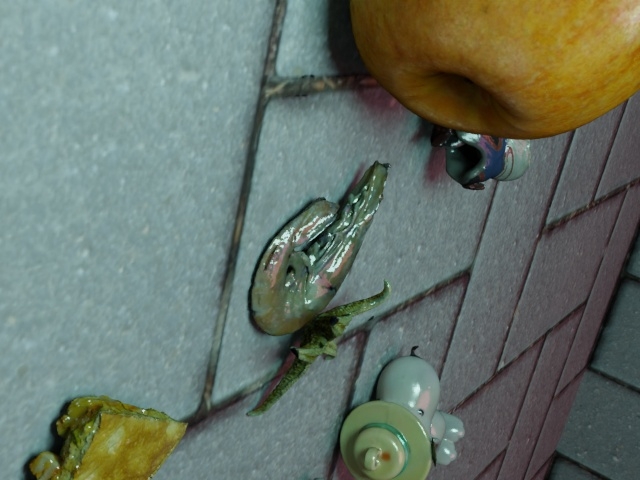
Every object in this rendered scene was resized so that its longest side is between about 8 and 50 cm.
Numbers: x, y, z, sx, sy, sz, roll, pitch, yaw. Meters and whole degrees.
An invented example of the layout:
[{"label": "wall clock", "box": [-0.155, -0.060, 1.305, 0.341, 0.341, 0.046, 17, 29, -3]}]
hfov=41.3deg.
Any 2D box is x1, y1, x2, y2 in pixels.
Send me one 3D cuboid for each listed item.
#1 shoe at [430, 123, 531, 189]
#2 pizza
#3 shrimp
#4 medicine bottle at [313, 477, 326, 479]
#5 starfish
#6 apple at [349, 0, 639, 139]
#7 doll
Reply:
[{"label": "shoe", "box": [0.169, -0.156, 1.009, 0.125, 0.099, 0.227, -27, 117, -15]}, {"label": "pizza", "box": [-0.183, 0.178, 0.705, 0.175, 0.046, 0.134, -29, 136, -49]}, {"label": "shrimp", "box": [0.000, 0.000, 0.889, 0.223, 0.047, 0.126, -57, 143, -9]}, {"label": "medicine bottle", "box": [-0.019, 0.383, 1.113, 0.130, 0.080, 0.080, -49, 148, -29]}, {"label": "starfish", "box": [-0.003, 0.116, 0.944, 0.217, 0.050, 0.223, -50, 165, -8]}, {"label": "apple", "box": [0.176, -0.227, 0.748, 0.275, 0.299, 0.299, -57, 152, 1]}, {"label": "doll", "box": [0.138, 0.295, 1.251, 0.208, 0.144, 0.271, -61, 149, -29]}]
